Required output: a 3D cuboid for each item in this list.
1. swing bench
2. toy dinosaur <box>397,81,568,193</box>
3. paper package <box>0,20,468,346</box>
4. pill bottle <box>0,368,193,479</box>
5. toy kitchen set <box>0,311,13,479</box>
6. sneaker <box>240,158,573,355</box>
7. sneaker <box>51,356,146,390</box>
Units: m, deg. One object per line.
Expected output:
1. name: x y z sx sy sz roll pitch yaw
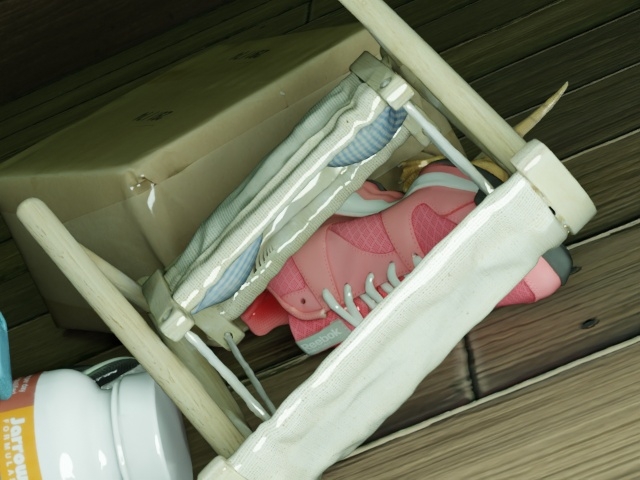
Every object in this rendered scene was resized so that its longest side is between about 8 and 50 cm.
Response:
1. swing bench: 0.000 0.000 0.947 0.253 0.165 0.255 -44 56 4
2. toy dinosaur: 0.128 -0.050 1.291 0.112 0.064 0.211 2 36 21
3. paper package: -0.090 -0.054 1.405 0.309 0.168 0.325 -33 18 -29
4. pill bottle: -0.195 0.148 0.995 0.216 0.121 0.121 -14 18 4
5. toy kitchen set: -0.137 0.116 0.884 0.166 0.207 0.122 -8 -20 -4
6. sneaker: 0.047 0.031 1.109 0.314 0.116 0.136 2 52 55
7. sneaker: -0.223 0.153 1.146 0.228 0.086 0.132 -24 7 -14
